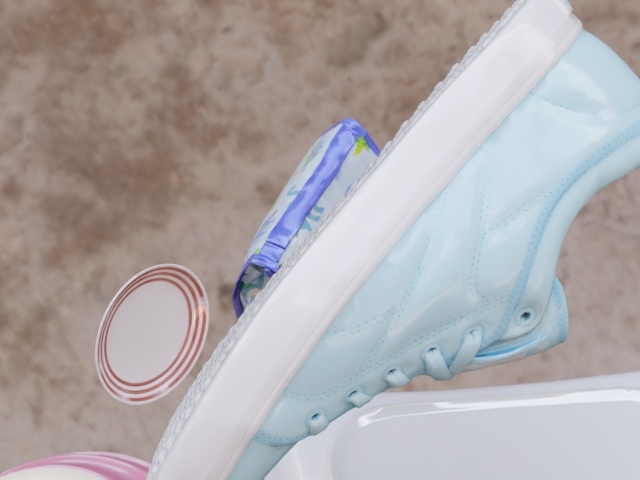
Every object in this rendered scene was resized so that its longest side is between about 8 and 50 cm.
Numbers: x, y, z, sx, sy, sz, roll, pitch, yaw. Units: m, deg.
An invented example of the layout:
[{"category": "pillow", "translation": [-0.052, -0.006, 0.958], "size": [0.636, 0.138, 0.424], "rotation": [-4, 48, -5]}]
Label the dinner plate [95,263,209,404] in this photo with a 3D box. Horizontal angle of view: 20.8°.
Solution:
[{"category": "dinner plate", "translation": [-0.162, 0.088, 1.650], "size": [0.017, 0.141, 0.141], "rotation": [21, 62, 38]}]

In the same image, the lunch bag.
[{"category": "lunch bag", "translation": [0.000, 0.000, 1.226], "size": [0.096, 0.151, 0.129], "rotation": [24, 68, 18]}]

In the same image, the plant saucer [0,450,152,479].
[{"category": "plant saucer", "translation": [-0.228, 0.308, 1.390], "size": [0.332, 0.084, 0.332], "rotation": [-11, 53, 15]}]

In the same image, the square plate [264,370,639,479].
[{"category": "square plate", "translation": [0.144, 0.213, 1.132], "size": [0.344, 0.049, 0.347], "rotation": [-4, 45, -7]}]

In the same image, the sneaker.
[{"category": "sneaker", "translation": [0.058, 0.036, 0.965], "size": [0.150, 0.135, 0.366], "rotation": [41, 89, -1]}]
